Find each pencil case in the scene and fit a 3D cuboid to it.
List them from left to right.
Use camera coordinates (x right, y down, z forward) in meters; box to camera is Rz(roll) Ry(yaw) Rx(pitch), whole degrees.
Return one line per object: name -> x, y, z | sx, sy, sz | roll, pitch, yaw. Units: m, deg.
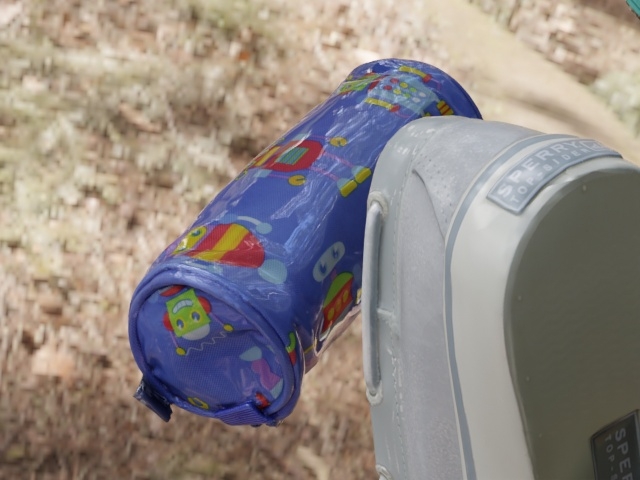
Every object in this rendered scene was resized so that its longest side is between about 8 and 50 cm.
pencil case -> 0.000, 0.000, 1.082 | 0.119, 0.133, 0.306 | -5, 29, 37

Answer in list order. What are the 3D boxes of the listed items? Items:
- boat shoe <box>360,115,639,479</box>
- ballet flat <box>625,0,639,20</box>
boat shoe -> 0.055, 0.069, 0.449 | 0.079, 0.227, 0.081 | -22, 31, -25
ballet flat -> 0.490, -0.218, 1.603 | 0.182, 0.164, 0.483 | 7, 11, -31
